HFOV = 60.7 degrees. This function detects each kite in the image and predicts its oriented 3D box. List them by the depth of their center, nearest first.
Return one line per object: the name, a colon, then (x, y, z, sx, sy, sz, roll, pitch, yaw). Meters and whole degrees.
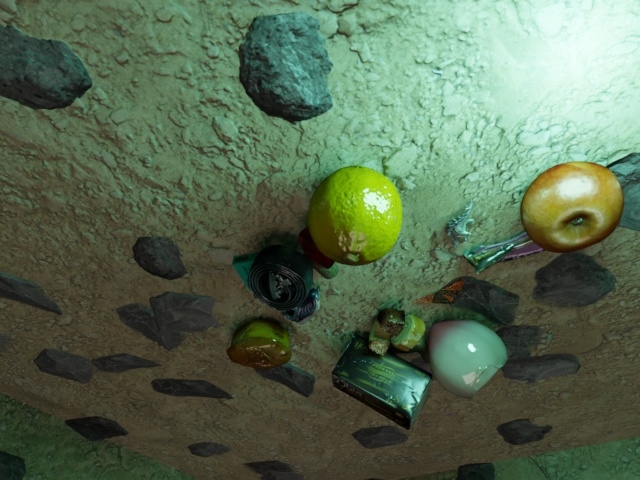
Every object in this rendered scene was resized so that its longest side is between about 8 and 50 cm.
kite: (0.465, 0.212, 2.027, 0.222, 0.008, 0.125, -27, 131, 29)

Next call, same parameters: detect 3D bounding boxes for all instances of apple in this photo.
apple: (0.700, -0.090, 1.529, 0.271, 0.206, 0.252, -18, 131, 23)

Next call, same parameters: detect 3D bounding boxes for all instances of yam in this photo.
yam: (-0.010, 0.065, 1.841, 0.068, 0.068, 0.169, -24, 133, 27)

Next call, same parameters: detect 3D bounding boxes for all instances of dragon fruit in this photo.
dragon fruit: (0.001, -0.002, 1.746, 0.161, 0.121, 0.127, 27, 148, -12)

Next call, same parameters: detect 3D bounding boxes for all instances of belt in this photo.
belt: (-0.131, 0.129, 1.814, 0.206, 0.116, 0.268, 18, 138, 3)

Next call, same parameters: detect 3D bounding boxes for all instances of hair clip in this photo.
hair clip: (0.647, 0.019, 1.767, 0.358, 0.095, 0.110, -24, 98, 16)

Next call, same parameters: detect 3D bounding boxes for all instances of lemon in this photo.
lemon: (0.096, -0.069, 1.533, 0.292, 0.293, 0.293, 1, 138, 1)

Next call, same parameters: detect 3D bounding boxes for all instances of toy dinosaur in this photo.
toy dinosaur: (0.439, -0.045, 1.714, 0.082, 0.039, 0.209, 6, 138, -1)

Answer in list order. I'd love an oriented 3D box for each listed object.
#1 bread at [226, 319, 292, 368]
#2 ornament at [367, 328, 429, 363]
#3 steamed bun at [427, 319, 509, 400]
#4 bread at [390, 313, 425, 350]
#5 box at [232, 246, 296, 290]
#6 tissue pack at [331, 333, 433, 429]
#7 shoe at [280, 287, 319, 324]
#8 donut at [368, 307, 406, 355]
bread: (-0.239, 0.427, 2.206, 0.268, 0.146, 0.268, 3, 142, 2)
ornament: (0.319, 0.427, 2.236, 0.230, 0.061, 0.245, -9, 133, 16)
steamed bun: (0.534, 0.424, 2.085, 0.309, 0.309, 0.309, 1, 138, 1)
bread: (0.332, 0.355, 2.100, 0.073, 0.122, 0.149, 28, 105, -20)
box: (-0.172, 0.102, 1.908, 0.226, 0.042, 0.161, -11, 137, 15)
tissue pack: (0.240, 0.560, 2.180, 0.369, 0.210, 0.198, 24, 154, 22)
shoe: (-0.069, 0.241, 2.021, 0.106, 0.092, 0.207, 18, 140, -24)
donut: (0.247, 0.331, 2.080, 0.085, 0.141, 0.217, 19, 128, -4)
